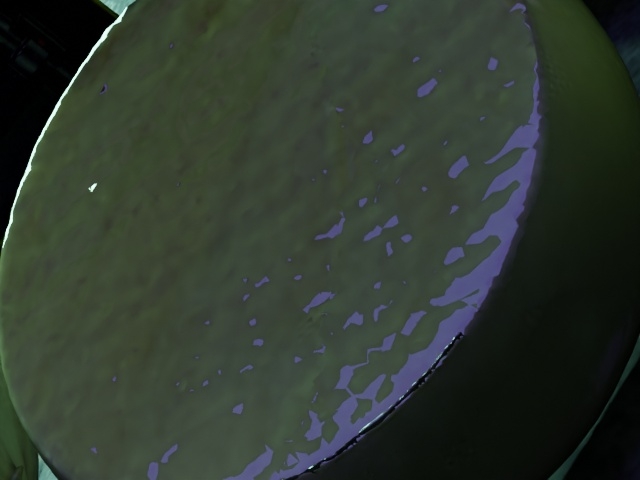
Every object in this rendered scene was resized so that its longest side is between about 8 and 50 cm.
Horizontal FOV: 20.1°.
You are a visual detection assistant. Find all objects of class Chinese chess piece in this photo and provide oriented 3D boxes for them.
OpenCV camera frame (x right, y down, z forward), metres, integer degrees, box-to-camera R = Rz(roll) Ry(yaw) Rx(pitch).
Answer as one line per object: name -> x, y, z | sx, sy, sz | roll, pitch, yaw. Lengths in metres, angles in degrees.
Chinese chess piece -> 0.000, 0.000, 0.646 | 0.251, 0.097, 0.250 | -18, 55, 28

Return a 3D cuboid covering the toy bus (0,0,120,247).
toy bus -> -0.273, -0.051, 1.245 | 0.331, 0.145, 0.151 | -52, 23, 2

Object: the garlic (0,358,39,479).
garlic -> -0.243, 0.163, 0.740 | 0.317, 0.260, 0.317 | 176, 90, -83
